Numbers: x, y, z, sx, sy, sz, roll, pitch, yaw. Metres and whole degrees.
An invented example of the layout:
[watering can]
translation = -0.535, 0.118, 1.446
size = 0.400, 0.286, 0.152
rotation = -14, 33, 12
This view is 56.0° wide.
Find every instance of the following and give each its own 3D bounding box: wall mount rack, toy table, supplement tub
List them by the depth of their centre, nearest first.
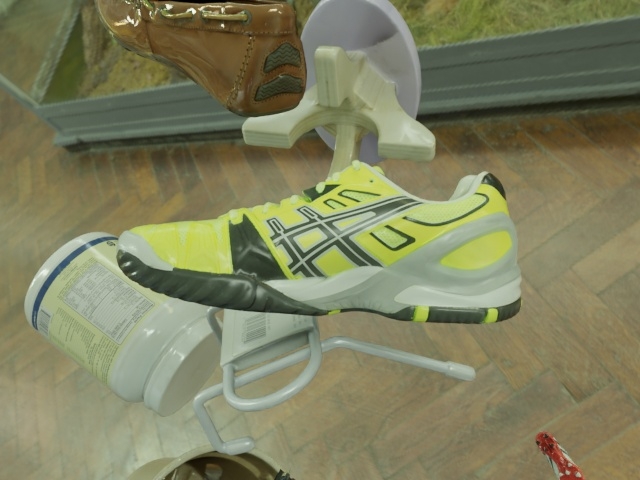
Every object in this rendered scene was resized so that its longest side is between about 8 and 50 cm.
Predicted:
[wall mount rack]
translation = 0.002, 0.115, 0.747
size = 0.304, 0.131, 0.350
rotation = -21, 23, 3
[toy table]
translation = 0.039, -0.174, 0.811
size = 0.252, 0.274, 0.161
rotation = 0, 47, 24
[supplement tub]
translation = -0.360, 0.157, 1.144
size = 0.324, 0.235, 0.235
rotation = 32, 80, 14

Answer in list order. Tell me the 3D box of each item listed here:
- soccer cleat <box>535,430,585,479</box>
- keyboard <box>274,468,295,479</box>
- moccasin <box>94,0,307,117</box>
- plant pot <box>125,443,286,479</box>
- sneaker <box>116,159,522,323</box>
[soccer cleat]
translation = 0.277, 0.256, 0.685
size = 0.029, 0.035, 0.083
rotation = -43, 55, 16
[keyboard]
translation = -0.100, 0.424, 0.783
size = 0.202, 0.033, 0.317
rotation = -62, -4, 27
[moccasin]
translation = -0.156, -0.271, 0.688
size = 0.139, 0.147, 0.380
rotation = -17, 40, -30
[plant pot]
translation = -0.248, 0.535, 1.118
size = 0.305, 0.333, 0.334
rotation = -18, 48, 56
[sneaker]
translation = 0.000, 0.000, 0.591
size = 0.384, 0.145, 0.147
rotation = 2, 87, -4
